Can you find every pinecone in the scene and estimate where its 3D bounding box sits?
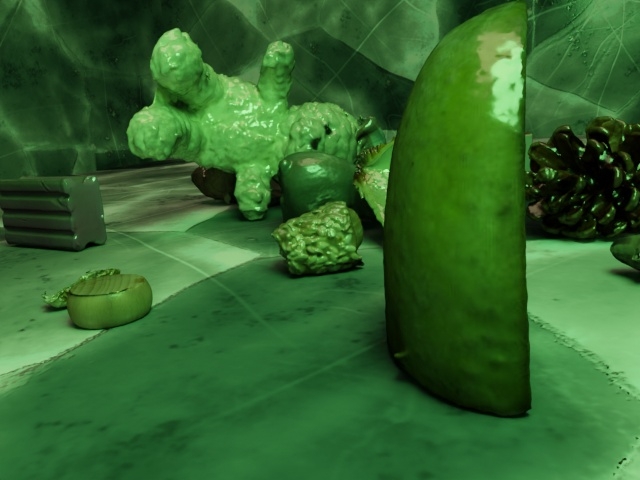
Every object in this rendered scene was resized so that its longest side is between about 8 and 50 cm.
[{"bbox_3d":[0.354,-0.081,0.745,0.195,0.149,0.179,-16,22,-28],"label":"pinecone"}]

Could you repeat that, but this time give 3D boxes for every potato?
[{"bbox_3d":[0.107,-0.046,0.444,0.112,0.255,0.269,0,14,16],"label":"potato"}]

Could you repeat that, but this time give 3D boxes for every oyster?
[{"bbox_3d":[-0.268,0.055,0.647,0.093,0.034,0.051,-26,6,-31],"label":"oyster"}]

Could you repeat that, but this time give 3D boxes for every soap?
[{"bbox_3d":[-0.465,-0.050,0.974,0.203,0.122,0.065,4,14,30],"label":"soap"}]

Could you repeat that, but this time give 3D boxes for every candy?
[{"bbox_3d":[0.000,0.000,0.696,0.110,0.085,0.095,-16,4,1],"label":"candy"}]

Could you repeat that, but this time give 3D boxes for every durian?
[{"bbox_3d":[0.129,-0.071,0.774,0.139,0.144,0.252,-11,47,-17],"label":"durian"}]

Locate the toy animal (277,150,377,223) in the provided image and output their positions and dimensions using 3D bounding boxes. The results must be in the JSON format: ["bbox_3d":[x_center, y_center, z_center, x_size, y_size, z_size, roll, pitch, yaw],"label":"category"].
[{"bbox_3d":[0.057,-0.085,0.918,0.252,0.125,0.127,-4,1,-2],"label":"toy animal"}]

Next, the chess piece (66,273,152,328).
[{"bbox_3d":[-0.217,0.061,0.584,0.084,0.038,0.083,-5,10,1],"label":"chess piece"}]

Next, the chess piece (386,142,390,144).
[{"bbox_3d":[0.123,-0.161,1.275,0.301,0.137,0.137,-12,14,-8],"label":"chess piece"}]

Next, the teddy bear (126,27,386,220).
[{"bbox_3d":[-0.077,-0.191,1.033,0.363,0.327,0.375,19,3,14],"label":"teddy bear"}]

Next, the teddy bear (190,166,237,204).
[{"bbox_3d":[-0.191,-0.156,1.335,0.190,0.140,0.177,-15,-25,-43],"label":"teddy bear"}]

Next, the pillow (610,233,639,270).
[{"bbox_3d":[0.390,0.021,0.500,0.241,0.051,0.093,5,16,28],"label":"pillow"}]

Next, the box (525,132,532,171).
[{"bbox_3d":[0.279,-0.123,1.014,0.230,0.122,0.050,-11,19,-26],"label":"box"}]

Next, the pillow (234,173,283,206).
[{"bbox_3d":[-0.102,-0.153,1.278,0.059,0.169,0.255,-35,-6,36],"label":"pillow"}]
